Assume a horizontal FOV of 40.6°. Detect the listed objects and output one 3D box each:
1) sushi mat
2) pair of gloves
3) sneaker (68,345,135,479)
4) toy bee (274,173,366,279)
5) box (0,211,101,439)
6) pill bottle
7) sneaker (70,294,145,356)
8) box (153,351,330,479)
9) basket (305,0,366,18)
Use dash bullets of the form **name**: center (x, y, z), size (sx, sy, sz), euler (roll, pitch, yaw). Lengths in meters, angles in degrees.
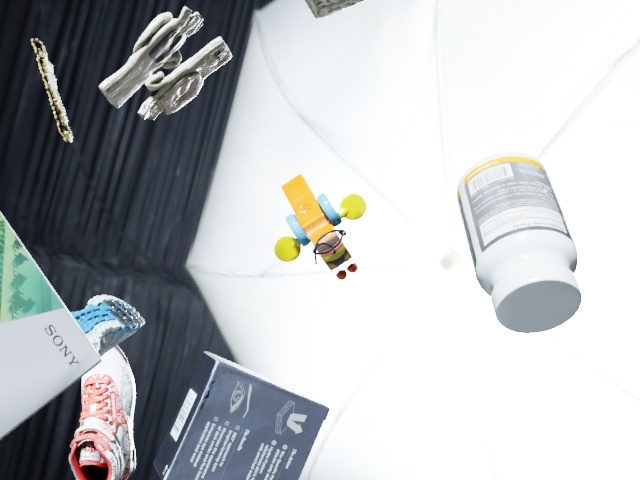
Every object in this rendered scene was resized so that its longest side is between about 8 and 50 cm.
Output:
- **sushi mat**: center (-0.420, -0.228, 1.370), size (0.019, 0.151, 0.316), euler (-16, 10, -13)
- **pair of gloves**: center (-0.260, -0.293, 1.458), size (0.042, 0.204, 0.240), euler (46, 5, 14)
- **sneaker**: center (-0.392, 0.315, 1.547), size (0.090, 0.269, 0.145), euler (-6, -2, 6)
- **toy bee**: center (0.000, 0.000, 1.698), size (0.195, 0.298, 0.162), euler (-20, -54, 20)
- **box**: center (-0.344, 0.093, 0.598), size (0.058, 0.322, 0.232), euler (15, -41, 52)
- **pill bottle**: center (0.318, 0.001, 1.390), size (0.162, 0.278, 0.162), euler (-3, -43, -3)
- **sneaker**: center (-0.309, 0.131, 1.154), size (0.071, 0.082, 0.191), euler (36, 19, 13)
- **box**: center (-0.098, 0.240, 1.058), size (0.158, 0.155, 0.093), euler (26, -7, -17)
- **basket**: center (0.040, -0.411, 1.264), size (0.167, 0.113, 0.103), euler (-21, -44, -1)
